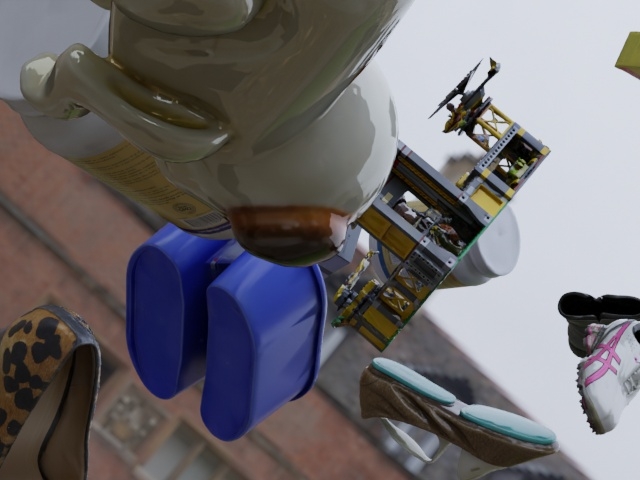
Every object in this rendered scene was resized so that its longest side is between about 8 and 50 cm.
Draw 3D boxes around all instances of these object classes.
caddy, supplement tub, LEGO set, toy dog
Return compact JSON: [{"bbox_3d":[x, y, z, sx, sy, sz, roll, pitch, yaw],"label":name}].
[{"bbox_3d":[-0.114,0.092,2.048,0.241,0.179,0.341,30,-43,24],"label":"caddy"},{"bbox_3d":[-0.180,-0.167,1.727,0.241,0.241,0.331,21,-9,46],"label":"supplement tub"},{"bbox_3d":[0.103,-0.053,1.841,0.192,0.331,0.255,40,-27,5],"label":"LEGO set"},{"bbox_3d":[-0.039,-0.176,1.236,0.395,0.284,0.408,1,-39,3],"label":"toy dog"},{"bbox_3d":[0.190,0.003,2.414,0.200,0.144,0.144,-7,-46,39],"label":"supplement tub"}]

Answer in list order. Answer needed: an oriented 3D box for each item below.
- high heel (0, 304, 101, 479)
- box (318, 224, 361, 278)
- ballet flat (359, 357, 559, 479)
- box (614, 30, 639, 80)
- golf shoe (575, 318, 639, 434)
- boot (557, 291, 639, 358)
[{"bbox_3d":[-0.196,0.182,1.156,0.186,0.093,0.261,-19,-97,54],"label":"high heel"},{"bbox_3d":[0.000,0.000,2.362,0.038,0.145,0.186,33,-36,-20],"label":"box"},{"bbox_3d":[0.202,0.296,2.434,0.342,0.124,0.116,21,14,24],"label":"ballet flat"},{"bbox_3d":[0.483,-0.235,2.088,0.087,0.058,0.232,25,1,-18],"label":"box"},{"bbox_3d":[0.340,0.148,1.793,0.086,0.186,0.067,-14,-61,25],"label":"golf shoe"},{"bbox_3d":[0.479,0.132,2.340,0.247,0.083,0.161,1,-23,12],"label":"boot"}]
